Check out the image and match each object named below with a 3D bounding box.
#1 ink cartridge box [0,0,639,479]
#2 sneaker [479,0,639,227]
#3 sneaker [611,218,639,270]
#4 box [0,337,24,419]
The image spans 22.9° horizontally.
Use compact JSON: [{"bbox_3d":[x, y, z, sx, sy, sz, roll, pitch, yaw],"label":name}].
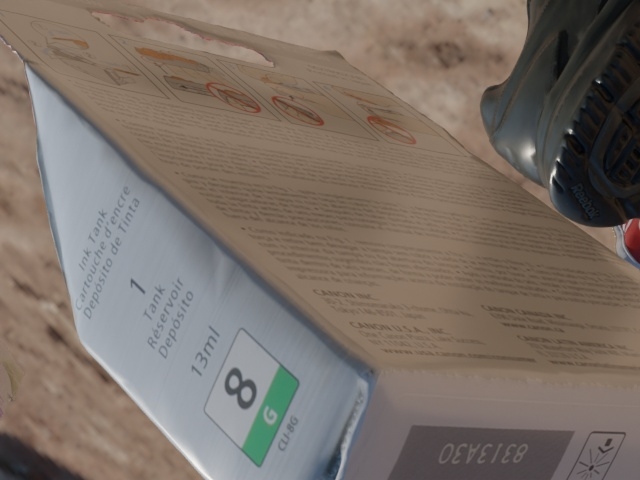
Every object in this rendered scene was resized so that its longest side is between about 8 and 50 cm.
[{"bbox_3d":[0.000,0.000,0.436,0.181,0.056,0.225,8,-158,-45],"label":"ink cartridge box"},{"bbox_3d":[0.177,-0.152,0.836,0.109,0.286,0.130,33,-177,-36],"label":"sneaker"},{"bbox_3d":[0.286,-0.020,1.367,0.042,0.067,0.118,38,-155,-16],"label":"sneaker"},{"bbox_3d":[-0.320,0.000,1.112,0.067,0.063,0.324,-18,118,21],"label":"box"}]
